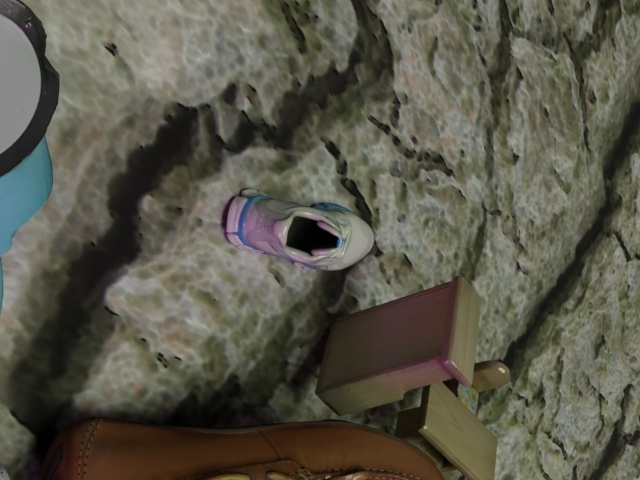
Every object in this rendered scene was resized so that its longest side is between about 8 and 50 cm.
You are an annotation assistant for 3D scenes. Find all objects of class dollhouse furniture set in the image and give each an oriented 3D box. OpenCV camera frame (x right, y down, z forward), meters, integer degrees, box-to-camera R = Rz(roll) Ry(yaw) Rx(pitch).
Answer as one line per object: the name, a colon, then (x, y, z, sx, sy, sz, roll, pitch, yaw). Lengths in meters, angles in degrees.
dollhouse furniture set: (0.137, 0.171, 1.074, 0.242, 0.161, 0.212, 46, 39, -31)

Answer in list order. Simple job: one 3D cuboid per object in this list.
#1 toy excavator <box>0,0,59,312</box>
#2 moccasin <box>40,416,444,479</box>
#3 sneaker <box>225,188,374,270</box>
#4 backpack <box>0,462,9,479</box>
toy excavator: (-0.333, 0.091, 0.580, 0.433, 0.222, 0.445, -35, 136, -33)
moccasin: (-0.046, 0.233, 0.887, 0.380, 0.147, 0.139, 14, 123, -34)
sneaker: (0.000, 0.000, 0.985, 0.190, 0.083, 0.071, 7, 97, -50)
backpack: (-0.296, 0.221, 0.711, 0.115, 0.151, 0.182, 28, 70, -54)
